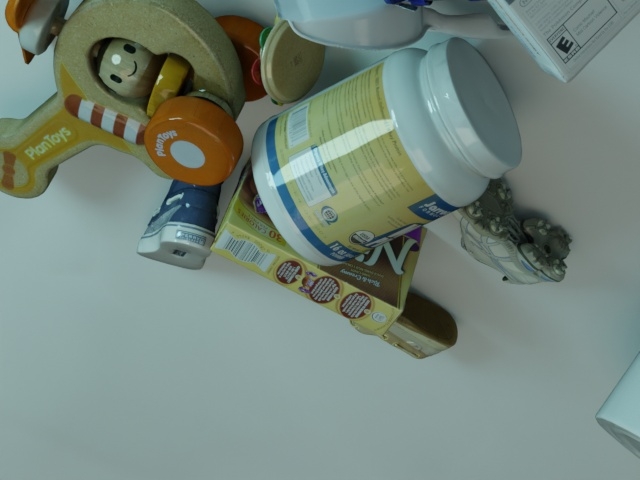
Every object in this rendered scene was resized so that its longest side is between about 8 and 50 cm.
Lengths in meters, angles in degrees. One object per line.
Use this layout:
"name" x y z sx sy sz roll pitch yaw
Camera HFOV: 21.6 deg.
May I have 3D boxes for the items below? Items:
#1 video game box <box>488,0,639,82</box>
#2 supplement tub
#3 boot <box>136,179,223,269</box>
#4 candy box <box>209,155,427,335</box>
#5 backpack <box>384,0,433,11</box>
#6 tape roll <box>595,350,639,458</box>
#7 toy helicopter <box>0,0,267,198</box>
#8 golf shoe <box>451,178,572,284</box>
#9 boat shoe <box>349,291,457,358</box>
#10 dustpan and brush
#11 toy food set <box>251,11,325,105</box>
"video game box" 0.187 -0.248 1.190 0.187 0.205 0.048 47 177 -30
"supplement tub" 0.057 -0.077 1.438 0.199 0.144 0.144 -25 123 26
"boot" -0.131 -0.024 1.652 0.069 0.086 0.190 17 169 -15
"candy box" 0.000 0.000 1.587 0.186 0.109 0.053 26 139 -7
"backpack" 0.053 -0.257 1.278 0.173 0.117 0.158 2 136 24
"tape roll" 0.398 0.204 1.547 0.286 0.100 0.286 36 176 3
"toy helicopter" -0.220 -0.131 1.513 0.235 0.140 0.355 41 139 -22
"golf shoe" 0.148 -0.012 1.552 0.176 0.069 0.086 42 141 -22
"boat shoe" 0.056 0.070 1.678 0.170 0.063 0.059 33 132 -17
"dustpan and brush" 0.059 -0.189 1.364 0.211 0.147 0.060 -3 125 -10
"toy food set" -0.027 -0.158 1.447 0.020 0.083 0.083 19 152 36
